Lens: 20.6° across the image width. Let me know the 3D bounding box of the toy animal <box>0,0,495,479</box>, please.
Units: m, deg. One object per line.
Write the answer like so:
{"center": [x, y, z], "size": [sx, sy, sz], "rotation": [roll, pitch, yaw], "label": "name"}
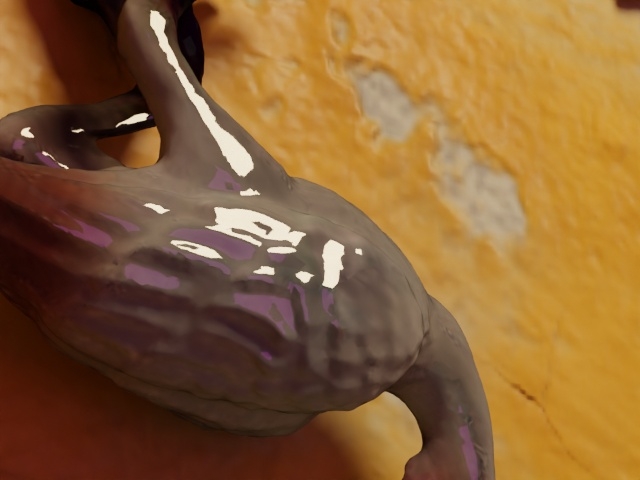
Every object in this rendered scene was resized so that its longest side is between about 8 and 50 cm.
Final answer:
{"center": [-0.007, 0.021, 0.592], "size": [0.195, 0.090, 0.324], "rotation": [-33, 91, -38], "label": "toy animal"}
